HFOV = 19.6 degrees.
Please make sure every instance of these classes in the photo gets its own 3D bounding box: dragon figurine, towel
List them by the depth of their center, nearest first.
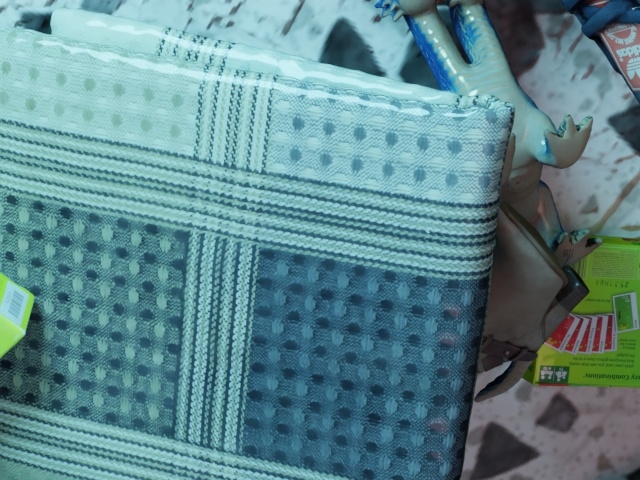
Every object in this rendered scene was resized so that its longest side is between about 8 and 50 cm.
[{"bbox_3d":[-0.067,0.040,1.047,0.324,0.056,0.312,11,110,13],"label":"towel"},{"bbox_3d":[0.098,-0.048,1.102,0.085,0.144,0.289,-19,131,-9],"label":"dragon figurine"}]

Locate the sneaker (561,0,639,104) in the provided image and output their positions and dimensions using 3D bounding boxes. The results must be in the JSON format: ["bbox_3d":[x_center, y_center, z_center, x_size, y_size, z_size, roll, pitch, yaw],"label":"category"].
[{"bbox_3d":[0.171,-0.154,1.028,0.350,0.131,0.148,16,81,-25],"label":"sneaker"}]

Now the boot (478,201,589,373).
[{"bbox_3d":[0.097,0.033,1.041,0.087,0.042,0.118,-36,136,12],"label":"boot"}]

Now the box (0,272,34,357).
[{"bbox_3d":[-0.259,0.065,1.046,0.109,0.042,0.178,38,115,-20],"label":"box"}]

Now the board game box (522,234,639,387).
[{"bbox_3d":[0.217,0.047,1.179,0.181,0.043,0.092,3,98,-15],"label":"board game box"}]
